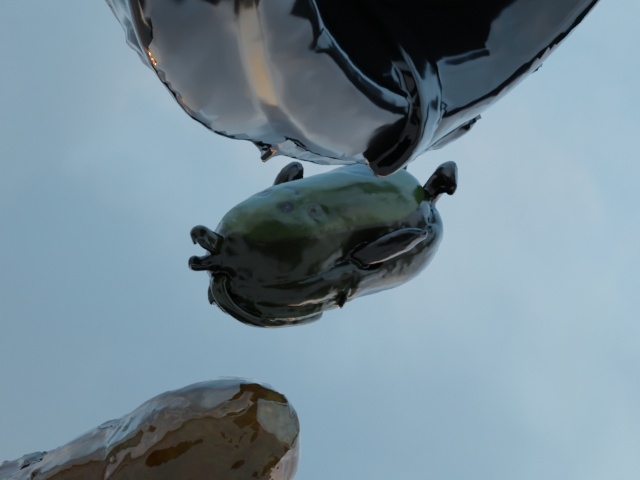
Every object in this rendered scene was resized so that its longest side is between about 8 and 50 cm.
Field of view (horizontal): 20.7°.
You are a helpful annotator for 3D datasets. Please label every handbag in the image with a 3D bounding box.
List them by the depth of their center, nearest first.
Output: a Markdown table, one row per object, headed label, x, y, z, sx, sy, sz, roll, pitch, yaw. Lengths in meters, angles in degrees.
| label | x | y | z | sx | sy | sz | roll | pitch | yaw |
| --- | --- | --- | --- | --- | --- | --- | --- | --- | --- |
| handbag | 0.000 | 0.000 | 0.634 | 0.072 | 0.111 | 0.047 | 29 | -53 | 41 |

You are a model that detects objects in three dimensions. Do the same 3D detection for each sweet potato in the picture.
| label | x | y | z | sx | sy | sz | roll | pitch | yaw |
| --- | --- | --- | --- | --- | --- | --- | --- | --- | --- |
| sweet potato | -0.144 | 0.150 | 0.683 | 0.354 | 0.095 | 0.106 | -44 | -120 | 20 |

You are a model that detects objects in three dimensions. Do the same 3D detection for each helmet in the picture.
| label | x | y | z | sx | sy | sz | roll | pitch | yaw |
| --- | --- | --- | --- | --- | --- | --- | --- | --- | --- |
| helmet | 0.006 | -0.147 | 0.425 | 0.160 | 0.279 | 0.231 | 38 | -58 | 24 |
